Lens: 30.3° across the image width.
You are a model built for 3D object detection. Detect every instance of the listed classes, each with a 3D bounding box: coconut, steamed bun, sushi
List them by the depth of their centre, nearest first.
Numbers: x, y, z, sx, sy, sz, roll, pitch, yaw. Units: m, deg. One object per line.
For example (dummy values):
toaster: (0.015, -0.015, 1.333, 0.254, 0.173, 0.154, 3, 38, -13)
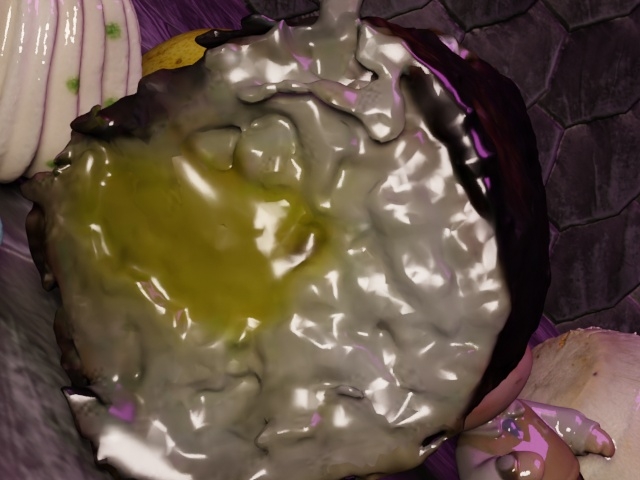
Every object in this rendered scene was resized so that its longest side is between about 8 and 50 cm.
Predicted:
sushi: (0.000, 0.001, 0.752, 0.281, 0.299, 0.294, 58, 15, 6)
steamed bun: (-0.189, -0.125, 0.803, 0.106, 0.183, 0.183, 17, -9, 38)
coconut: (0.318, 0.231, 1.294, 0.247, 0.245, 0.245, 45, 11, -16)

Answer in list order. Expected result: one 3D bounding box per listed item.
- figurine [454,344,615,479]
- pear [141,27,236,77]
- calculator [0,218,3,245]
figurine: (0.145, 0.142, 1.088, 0.365, 0.218, 0.206, 51, -19, 8)
pear: (-0.097, -0.081, 1.016, 0.197, 0.197, 0.197, 44, 12, -11)
calculator: (-0.314, -0.100, 0.620, 0.386, 0.054, 0.256, 45, 11, -11)
